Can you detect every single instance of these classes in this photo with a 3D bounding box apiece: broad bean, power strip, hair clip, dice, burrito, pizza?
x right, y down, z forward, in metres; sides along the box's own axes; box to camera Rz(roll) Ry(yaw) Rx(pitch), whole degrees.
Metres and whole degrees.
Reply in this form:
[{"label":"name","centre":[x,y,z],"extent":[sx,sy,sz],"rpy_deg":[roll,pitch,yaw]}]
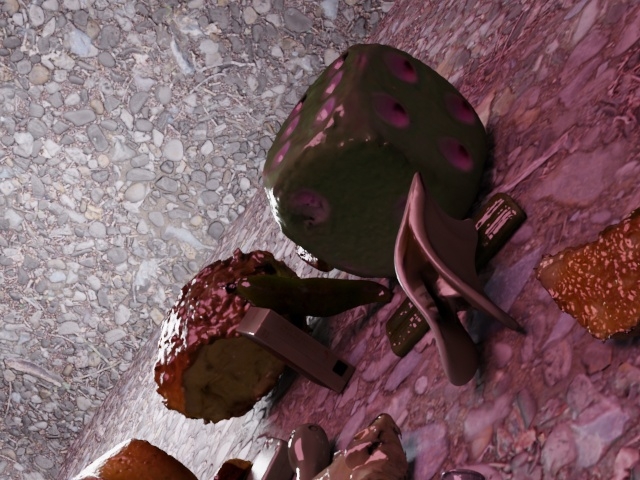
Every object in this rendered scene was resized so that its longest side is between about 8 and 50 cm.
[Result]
[{"label":"broad bean","centre":[-0.034,0.106,1.457],"extent":[0.061,0.339,0.077],"rpy_deg":[73,-158,-70]},{"label":"power strip","centre":[-0.128,0.494,1.362],"extent":[0.288,0.053,0.093],"rpy_deg":[-63,17,-18]},{"label":"hair clip","centre":[0.185,0.062,1.078],"extent":[0.113,0.172,0.282],"rpy_deg":[-37,46,20]},{"label":"dice","centre":[0.096,-0.148,1.428],"extent":[0.318,0.330,0.322],"rpy_deg":[-45,21,41]},{"label":"burrito","centre":[0.001,0.402,1.077],"extent":[0.348,0.107,0.175],"rpy_deg":[-50,2,16]},{"label":"pizza","centre":[0.339,0.042,0.840],"extent":[0.226,0.069,0.147],"rpy_deg":[-43,42,49]}]

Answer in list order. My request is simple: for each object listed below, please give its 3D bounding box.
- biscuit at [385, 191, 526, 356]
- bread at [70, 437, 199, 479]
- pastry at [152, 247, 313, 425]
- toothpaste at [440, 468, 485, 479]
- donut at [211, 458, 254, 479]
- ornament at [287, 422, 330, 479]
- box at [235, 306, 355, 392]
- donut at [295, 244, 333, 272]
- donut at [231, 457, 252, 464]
[{"label":"biscuit","centre":[0.208,0.056,1.242],"extent":[0.322,0.038,0.099],"rpy_deg":[-51,20,18]},{"label":"bread","centre":[-0.367,0.546,1.565],"extent":[0.312,0.312,0.172],"rpy_deg":[-37,14,50]},{"label":"pastry","centre":[-0.193,0.197,1.684],"extent":[0.405,0.292,0.337],"rpy_deg":[-52,28,23]},{"label":"toothpaste","centre":[0.153,0.363,0.804],"extent":[0.089,0.057,0.234],"rpy_deg":[-35,35,39]},{"label":"donut","centre":[-0.178,0.479,1.435],"extent":[0.140,0.059,0.140],"rpy_deg":[-60,-14,-27]},{"label":"ornament","centre":[-0.018,0.370,1.248],"extent":[0.075,0.081,0.156],"rpy_deg":[-19,28,8]},{"label":"box","centre":[-0.049,0.201,1.418],"extent":[0.058,0.201,0.141],"rpy_deg":[-57,17,-14]},{"label":"donut","centre":[-0.009,-0.003,1.833],"extent":[0.186,0.144,0.126],"rpy_deg":[23,102,49]},{"label":"donut","centre":[-0.173,0.482,1.546],"extent":[0.083,0.038,0.067],"rpy_deg":[-59,19,-13]}]
